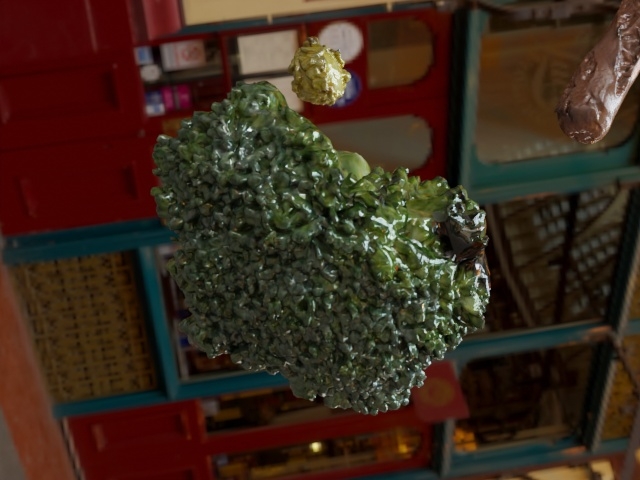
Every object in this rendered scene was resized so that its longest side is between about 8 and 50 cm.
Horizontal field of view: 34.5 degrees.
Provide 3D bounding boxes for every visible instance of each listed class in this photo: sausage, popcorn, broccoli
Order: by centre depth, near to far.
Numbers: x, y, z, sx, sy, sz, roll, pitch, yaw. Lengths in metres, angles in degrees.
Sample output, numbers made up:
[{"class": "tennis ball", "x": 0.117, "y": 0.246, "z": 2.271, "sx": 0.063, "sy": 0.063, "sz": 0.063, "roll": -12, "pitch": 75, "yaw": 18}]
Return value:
[{"class": "sausage", "x": 0.207, "y": -0.133, "z": 0.685, "sx": 0.042, "sy": 0.158, "sz": 0.036, "roll": 33, "pitch": -9, "yaw": 17}, {"class": "broccoli", "x": 0.007, "y": 0.019, "z": 1.050, "sx": 0.317, "sy": 0.338, "sz": 0.277, "roll": -13, "pitch": 136, "yaw": -61}, {"class": "popcorn", "x": -0.003, "y": -0.195, "z": 1.196, "sx": 0.082, "sy": 0.057, "sz": 0.083, "roll": -39, "pitch": 116, "yaw": -55}]
